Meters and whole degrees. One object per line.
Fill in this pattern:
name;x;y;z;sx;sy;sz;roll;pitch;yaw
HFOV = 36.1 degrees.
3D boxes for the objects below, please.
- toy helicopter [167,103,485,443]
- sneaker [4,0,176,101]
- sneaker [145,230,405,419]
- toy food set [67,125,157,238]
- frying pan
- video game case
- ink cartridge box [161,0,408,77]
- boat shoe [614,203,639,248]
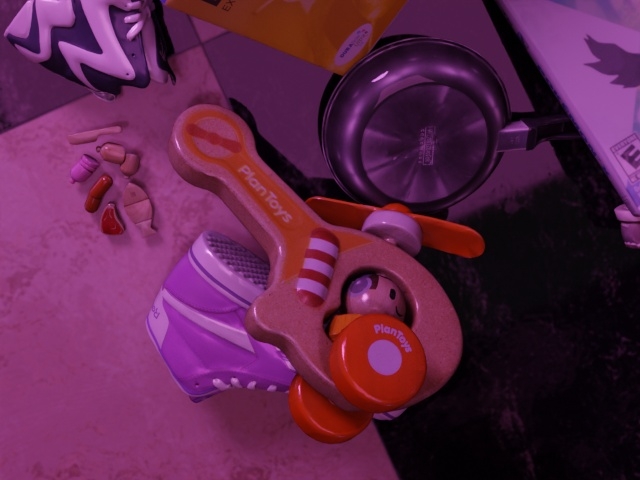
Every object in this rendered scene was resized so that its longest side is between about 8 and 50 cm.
toy helicopter;0.000;0.000;0.936;0.355;0.140;0.235;47;58;5
sneaker;-0.173;-0.223;0.928;0.153;0.094;0.235;40;113;-20
sneaker;-0.052;0.129;1.038;0.282;0.102;0.161;36;106;-4
toy food set;-0.218;-0.057;1.017;0.077;0.019;0.122;-10;111;-1
frying pan;0.158;-0.087;1.010;0.326;0.053;0.197;18;116;-17
video game case;0.369;-0.234;0.957;0.329;0.036;0.300;-32;85;4
ink cartridge box;-0.007;-0.306;0.823;0.307;0.072;0.304;11;131;-42
boat shoe;0.467;-0.012;1.022;0.324;0.116;0.097;-6;101;-8
